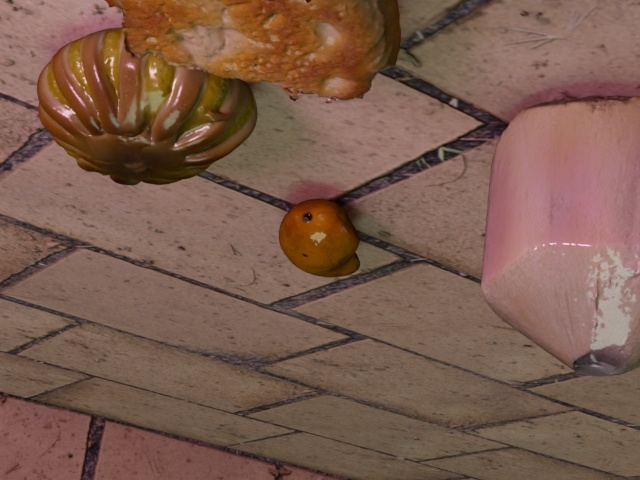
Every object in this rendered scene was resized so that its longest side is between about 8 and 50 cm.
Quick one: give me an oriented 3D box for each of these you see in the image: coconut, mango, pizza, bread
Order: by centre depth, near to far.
[{"bbox_3d":[-0.070,-0.202,0.857,0.226,0.086,0.335,-13,151,33],"label":"pizza"},{"bbox_3d":[0.266,0.007,1.066,0.239,0.244,0.239,5,159,2],"label":"coconut"},{"bbox_3d":[-0.170,-0.119,1.080,0.213,0.105,0.213,9,157,4],"label":"bread"},{"bbox_3d":[0.000,0.000,1.359,0.098,0.075,0.190,9,165,11],"label":"mango"}]

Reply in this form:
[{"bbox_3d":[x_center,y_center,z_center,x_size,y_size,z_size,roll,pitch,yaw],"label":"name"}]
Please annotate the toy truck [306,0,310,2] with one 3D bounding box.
[{"bbox_3d":[-0.092,-0.235,0.648,0.114,0.107,0.253,-32,129,5],"label":"toy truck"}]
